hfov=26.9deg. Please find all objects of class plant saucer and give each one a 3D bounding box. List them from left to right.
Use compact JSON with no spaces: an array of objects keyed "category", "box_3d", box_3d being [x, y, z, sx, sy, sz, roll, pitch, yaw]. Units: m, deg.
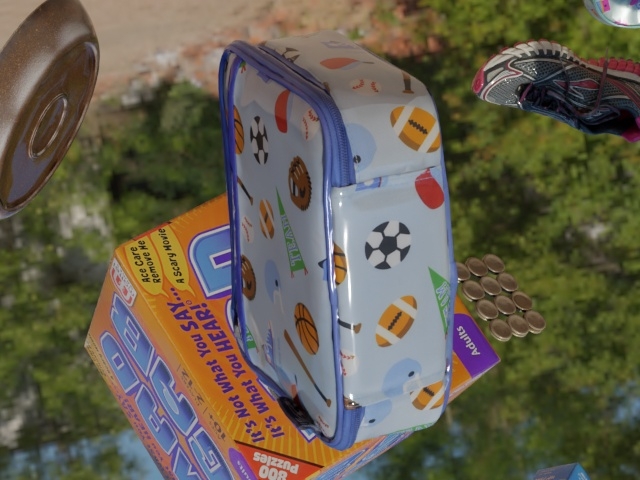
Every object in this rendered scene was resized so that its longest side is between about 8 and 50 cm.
[{"category":"plant saucer","box_3d":[-0.346,-0.147,1.614,0.050,0.310,0.310,27,-173,5]}]

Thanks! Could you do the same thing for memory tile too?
[{"category":"memory tile","box_3d":[0.261,0.084,1.984,0.113,0.148,0.012,-12,147,-39]}]

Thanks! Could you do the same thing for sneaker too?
[{"category":"sneaker","box_3d":[0.373,-0.224,2.027,0.299,0.112,0.121,4,149,-17]}]

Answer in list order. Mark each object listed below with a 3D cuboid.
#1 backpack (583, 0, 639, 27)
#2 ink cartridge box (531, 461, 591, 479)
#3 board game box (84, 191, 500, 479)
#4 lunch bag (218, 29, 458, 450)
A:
[{"category":"backpack","box_3d":[0.409,-0.366,1.721,0.166,0.188,0.144,-14,-161,-4]},{"category":"ink cartridge box","box_3d":[0.304,0.423,1.778,0.078,0.134,0.231,-21,-161,46]},{"category":"board game box","box_3d":[-0.054,0.147,1.773,0.356,0.356,0.356,-28,167,-26]},{"category":"lunch bag","box_3d":[0.000,0.000,1.028,0.115,0.303,0.243,-12,-153,-25]}]
